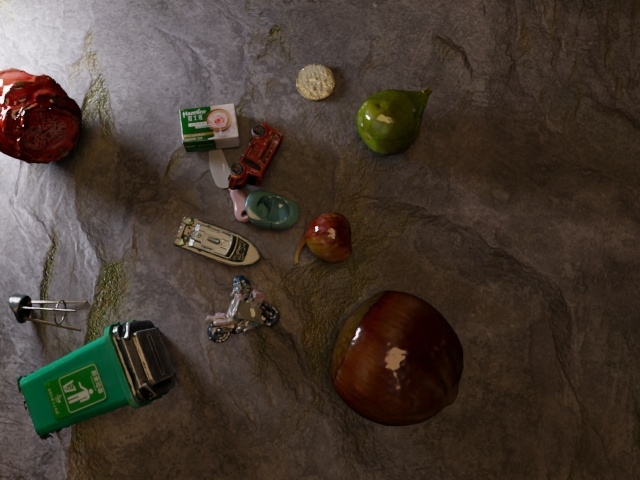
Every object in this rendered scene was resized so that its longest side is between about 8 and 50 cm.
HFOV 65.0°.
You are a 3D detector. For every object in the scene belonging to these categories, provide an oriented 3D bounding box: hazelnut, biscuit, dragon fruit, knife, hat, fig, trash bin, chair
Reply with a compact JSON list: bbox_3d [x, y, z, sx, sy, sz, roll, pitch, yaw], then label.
[{"bbox_3d":[0.236,0.365,1.558,0.421,0.352,0.421,-7,38,6],"label":"hazelnut"},{"bbox_3d":[-0.017,-0.590,1.876,0.152,0.020,0.152,1,80,-4],"label":"biscuit"},{"bbox_3d":[-0.946,-0.398,1.630,0.302,0.295,0.295,35,79,5],"label":"dragon fruit"},{"bbox_3d":[-0.330,-0.209,1.783,0.081,0.043,0.336,-27,78,-4],"label":"knife"},{"bbox_3d":[-0.175,-0.099,1.748,0.191,0.078,0.138,14,66,-15],"label":"hat"},{"bbox_3d":[0.004,-0.007,1.717,0.207,0.175,0.175,-3,80,14],"label":"fig"},{"bbox_3d":[-0.666,0.415,1.537,0.381,0.295,0.259,-22,83,2],"label":"trash bin"},{"bbox_3d":[0.281,-0.421,1.773,0.314,0.233,0.233,-12,82,-12],"label":"fig"},{"bbox_3d":[-0.884,0.234,1.626,0.222,0.104,0.095,10,97,-6],"label":"chair"}]

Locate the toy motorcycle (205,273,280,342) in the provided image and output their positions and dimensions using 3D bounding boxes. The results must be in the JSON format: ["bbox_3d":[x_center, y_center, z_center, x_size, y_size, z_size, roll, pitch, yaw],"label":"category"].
[{"bbox_3d":[-0.273,0.216,1.677,0.239,0.108,0.204,-15,86,-32],"label":"toy motorcycle"}]

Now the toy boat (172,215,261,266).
[{"bbox_3d":[-0.340,0.013,1.692,0.296,0.122,0.114,19,79,-2],"label":"toy boat"}]

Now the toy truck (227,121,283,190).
[{"bbox_3d":[-0.227,-0.278,1.743,0.114,0.107,0.252,27,68,-7],"label":"toy truck"}]

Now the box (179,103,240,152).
[{"bbox_3d":[-0.389,-0.396,1.775,0.199,0.081,0.135,-8,74,-9],"label":"box"}]
